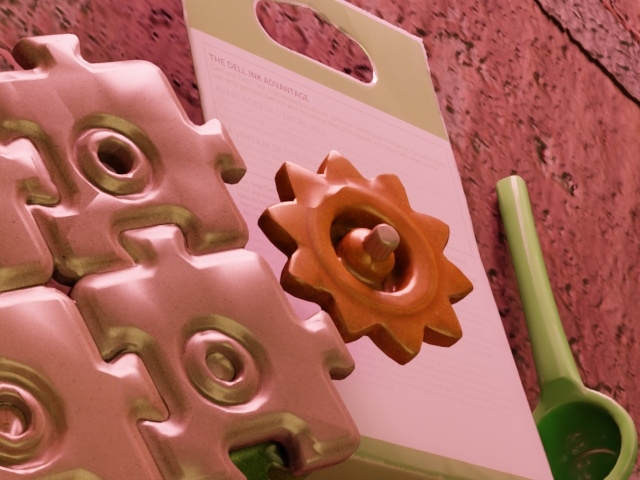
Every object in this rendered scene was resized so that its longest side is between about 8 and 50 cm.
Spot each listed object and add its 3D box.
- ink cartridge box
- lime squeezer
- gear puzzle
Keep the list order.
[{"bbox_3d":[0.000,0.000,0.746,0.171,0.056,0.235,20,45,-45],"label":"ink cartridge box"},{"bbox_3d":[0.139,0.116,0.855,0.110,0.059,0.310,-22,88,-53],"label":"lime squeezer"},{"bbox_3d":[-0.084,0.018,0.581,0.339,0.044,0.175,-11,64,-42],"label":"gear puzzle"}]
